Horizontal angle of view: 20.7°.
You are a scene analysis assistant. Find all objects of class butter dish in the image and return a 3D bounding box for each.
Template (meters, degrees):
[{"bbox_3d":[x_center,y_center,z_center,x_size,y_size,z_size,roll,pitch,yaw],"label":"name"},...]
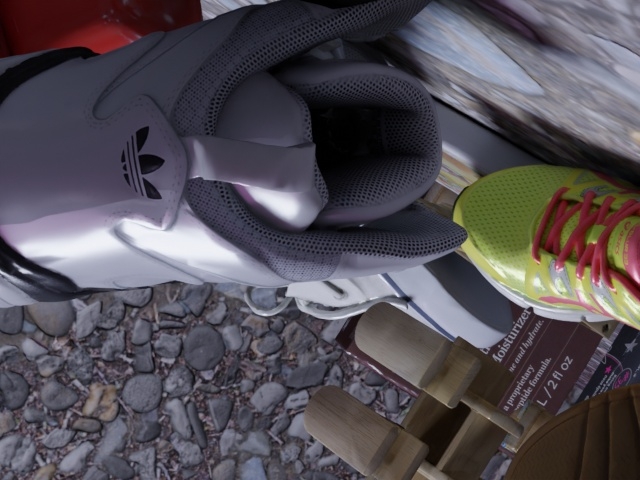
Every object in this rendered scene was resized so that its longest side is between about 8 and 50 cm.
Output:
[{"bbox_3d":[-0.110,-0.140,0.963,0.160,0.118,0.160,39,-145,-62],"label":"butter dish"}]

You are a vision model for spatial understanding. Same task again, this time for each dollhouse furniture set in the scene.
[{"bbox_3d":[0.110,0.097,1.404,0.212,0.242,0.161,34,178,-40],"label":"dollhouse furniture set"}]

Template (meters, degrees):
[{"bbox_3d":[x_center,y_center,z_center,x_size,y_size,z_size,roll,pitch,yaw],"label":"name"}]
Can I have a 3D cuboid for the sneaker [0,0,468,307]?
[{"bbox_3d":[-0.006,-0.046,0.845,0.210,0.137,0.366,-4,-173,33],"label":"sneaker"}]

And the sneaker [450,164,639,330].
[{"bbox_3d":[0.153,0.004,0.863,0.208,0.081,0.094,18,172,29],"label":"sneaker"}]

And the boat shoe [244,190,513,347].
[{"bbox_3d":[-0.001,0.005,1.514,0.367,0.156,0.136,35,-147,-29],"label":"boat shoe"}]

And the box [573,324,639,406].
[{"bbox_3d":[0.250,0.182,1.183,0.163,0.247,0.142,33,179,-22],"label":"box"}]

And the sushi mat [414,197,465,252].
[{"bbox_3d":[0.198,0.043,0.975,0.316,0.019,0.151,24,-174,19],"label":"sushi mat"}]

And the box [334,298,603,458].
[{"bbox_3d":[0.145,0.088,1.710,0.203,0.168,0.167,32,179,-3],"label":"box"}]

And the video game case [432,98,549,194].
[{"bbox_3d":[0.116,-0.036,1.128,0.227,0.026,0.206,31,178,19],"label":"video game case"}]

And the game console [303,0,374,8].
[{"bbox_3d":[-0.112,-0.192,0.604,0.361,0.044,0.213,32,177,-1],"label":"game console"}]

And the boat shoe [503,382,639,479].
[{"bbox_3d":[0.223,0.131,0.830,0.110,0.122,0.341,21,158,-33],"label":"boat shoe"}]
